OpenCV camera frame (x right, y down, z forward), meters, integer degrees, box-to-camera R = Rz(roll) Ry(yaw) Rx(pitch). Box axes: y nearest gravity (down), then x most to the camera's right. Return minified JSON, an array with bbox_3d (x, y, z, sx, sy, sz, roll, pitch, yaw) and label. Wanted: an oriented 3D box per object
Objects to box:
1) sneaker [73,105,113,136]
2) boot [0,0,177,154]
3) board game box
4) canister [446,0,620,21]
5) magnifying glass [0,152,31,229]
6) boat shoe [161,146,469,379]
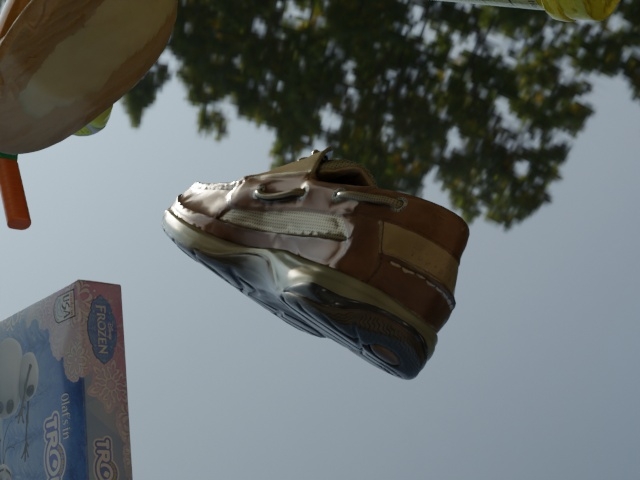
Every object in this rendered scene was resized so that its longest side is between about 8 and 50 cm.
[{"bbox_3d":[-0.287,-0.249,1.669,0.091,0.126,0.240,-4,-125,-10],"label":"sneaker"},{"bbox_3d":[-0.179,-0.217,0.960,0.211,0.104,0.295,37,-90,40],"label":"boot"},{"bbox_3d":[-0.098,0.069,0.472,0.020,0.090,0.090,10,-115,-41],"label":"board game box"},{"bbox_3d":[0.089,-0.183,0.744,0.170,0.073,0.126,12,-121,35],"label":"canister"},{"bbox_3d":[-0.379,-0.110,1.634,0.092,0.026,0.231,10,-134,-39],"label":"magnifying glass"},{"bbox_3d":[0.000,0.000,0.983,0.123,0.324,0.120,37,-98,-34],"label":"boat shoe"}]
